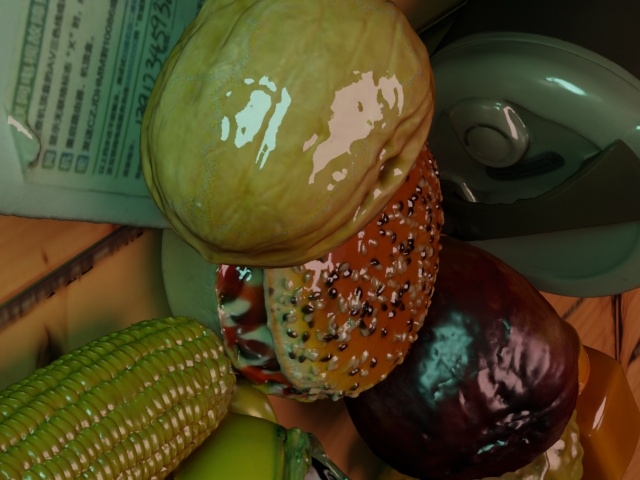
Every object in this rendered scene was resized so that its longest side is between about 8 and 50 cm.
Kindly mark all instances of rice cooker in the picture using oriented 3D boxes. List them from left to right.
[{"bbox_3d":[0.263,-0.125,1.722,0.325,0.335,0.335,-56,143,-37],"label":"rice cooker"}]

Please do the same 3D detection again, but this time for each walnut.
[{"bbox_3d":[-0.025,-0.081,1.172,0.222,0.195,0.195,-60,146,-14],"label":"walnut"}]

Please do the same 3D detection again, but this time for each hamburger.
[{"bbox_3d":[0.000,0.000,1.467,0.300,0.176,0.300,-24,119,-55],"label":"hamburger"}]

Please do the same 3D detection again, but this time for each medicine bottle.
[{"bbox_3d":[0.287,0.190,2.049,0.112,0.149,0.222,-63,146,-26],"label":"medicine bottle"}]

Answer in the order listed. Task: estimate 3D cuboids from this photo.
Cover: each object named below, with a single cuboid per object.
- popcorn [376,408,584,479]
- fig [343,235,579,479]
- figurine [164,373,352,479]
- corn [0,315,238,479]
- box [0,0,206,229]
[{"bbox_3d":[0.167,0.235,1.816,0.266,0.192,0.233,15,89,-35],"label":"popcorn"},{"bbox_3d":[0.120,0.113,1.654,0.224,0.263,0.224,-40,176,-4],"label":"fig"},{"bbox_3d":[-0.052,0.290,1.456,0.324,0.231,0.340,-85,153,-45],"label":"figurine"},{"bbox_3d":[-0.190,0.160,1.241,0.344,0.131,0.131,-34,128,-51],"label":"corn"},{"bbox_3d":[-0.160,-0.209,1.186,0.396,0.111,0.396,7,94,-60],"label":"box"}]
